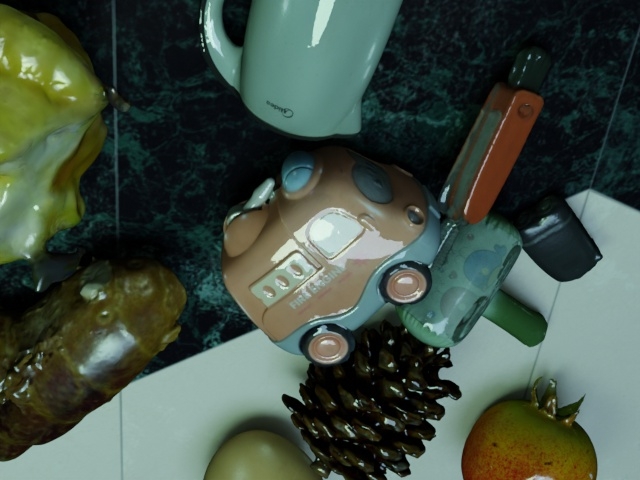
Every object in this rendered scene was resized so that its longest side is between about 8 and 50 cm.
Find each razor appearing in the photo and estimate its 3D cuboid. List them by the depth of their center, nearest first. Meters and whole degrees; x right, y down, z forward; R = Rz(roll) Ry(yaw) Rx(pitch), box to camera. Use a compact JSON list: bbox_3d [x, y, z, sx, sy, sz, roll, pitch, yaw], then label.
[{"bbox_3d":[0.343,0.002,1.598,0.090,0.054,0.148,-33,129,18],"label":"razor"}]

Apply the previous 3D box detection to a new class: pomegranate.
[{"bbox_3d":[0.341,0.346,1.786,0.221,0.221,0.257,14,100,-25],"label":"pomegranate"}]

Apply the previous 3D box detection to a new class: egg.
[{"bbox_3d":[-0.091,0.405,1.726,0.201,0.201,0.244,-15,119,-3],"label":"egg"}]

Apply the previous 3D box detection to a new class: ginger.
[{"bbox_3d":[-0.372,0.145,1.449,0.418,0.176,0.254,-34,135,21],"label":"ginger"}]

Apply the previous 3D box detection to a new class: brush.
[{"bbox_3d":[0.214,-0.100,1.429,0.070,0.051,0.323,5,116,-51],"label":"brush"}]

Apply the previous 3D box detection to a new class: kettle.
[{"bbox_3d":[-0.028,-0.246,1.240,0.221,0.161,0.236,22,128,3],"label":"kettle"}]

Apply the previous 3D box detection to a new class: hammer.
[{"bbox_3d":[0.248,0.085,1.608,0.206,0.119,0.335,-55,140,3],"label":"hammer"}]

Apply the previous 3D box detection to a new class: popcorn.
[{"bbox_3d":[-0.366,-0.107,1.210,0.316,0.281,0.297,-60,163,0],"label":"popcorn"}]

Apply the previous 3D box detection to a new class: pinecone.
[{"bbox_3d":[0.074,0.238,1.621,0.224,0.224,0.272,27,105,-32],"label":"pinecone"}]

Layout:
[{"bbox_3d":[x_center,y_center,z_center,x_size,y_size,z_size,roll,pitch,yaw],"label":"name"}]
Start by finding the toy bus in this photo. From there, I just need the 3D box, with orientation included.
[{"bbox_3d":[0.000,0.000,1.431,0.287,0.194,0.232,-41,115,20],"label":"toy bus"}]
